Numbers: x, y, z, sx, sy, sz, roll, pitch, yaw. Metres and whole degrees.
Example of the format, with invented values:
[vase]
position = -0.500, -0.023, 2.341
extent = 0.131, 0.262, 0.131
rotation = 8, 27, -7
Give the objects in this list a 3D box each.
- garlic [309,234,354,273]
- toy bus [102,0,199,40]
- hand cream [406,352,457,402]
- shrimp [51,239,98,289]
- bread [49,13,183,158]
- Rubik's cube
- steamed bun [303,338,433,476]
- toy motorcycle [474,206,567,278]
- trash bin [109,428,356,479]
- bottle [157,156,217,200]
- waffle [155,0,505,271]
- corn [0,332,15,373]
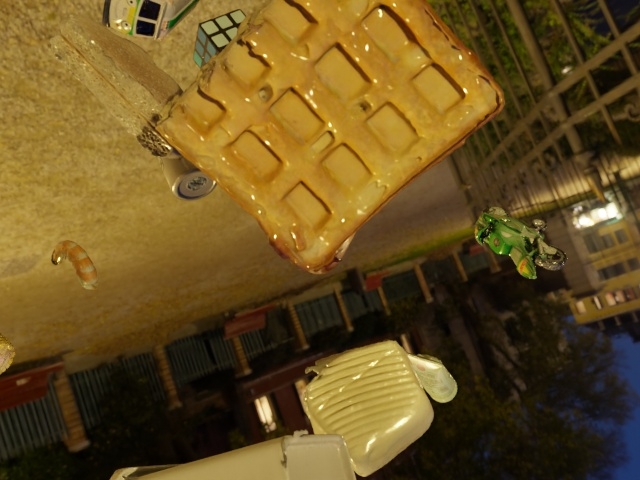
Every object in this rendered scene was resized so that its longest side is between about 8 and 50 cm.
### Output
[garlic]
position = -0.006, -0.007, 1.137
extent = 0.115, 0.128, 0.207
rotation = 18, -170, 20
[toy bus]
position = -0.448, -0.665, 1.632
extent = 0.143, 0.179, 0.305
rotation = -56, -170, 41
[hand cream]
position = 0.342, 0.415, 1.845
extent = 0.147, 0.093, 0.306
rotation = 13, 158, 34
[shrimp]
position = -0.713, 0.078, 1.721
extent = 0.166, 0.161, 0.049
rotation = -12, -165, 35
[bread]
position = -0.378, -0.315, 1.224
extent = 0.102, 0.337, 0.183
rotation = -41, -171, 20
[Rubik's cube]
position = -0.275, -0.571, 1.819
extent = 0.163, 0.162, 0.160
rotation = -35, 172, -29
[steamed bun]
position = 0.125, 0.418, 1.486
extent = 0.290, 0.273, 0.272
rotation = -30, 152, -2
[toy motorcycle]
position = 0.340, -0.004, 1.063
extent = 0.106, 0.190, 0.074
rotation = -14, 131, -27
[trash bin]
position = -0.123, 0.452, 0.899
extent = 0.368, 0.296, 0.256
rotation = -28, 150, 24
[bottle]
position = -0.320, -0.207, 1.360
extent = 0.110, 0.233, 0.110
rotation = -22, 152, -13
[waffle]
position = 0.011, -0.160, 0.744
extent = 0.348, 0.304, 0.077
rotation = -41, -157, 13
[corn]
position = -0.693, 0.170, 1.153
extent = 0.081, 0.248, 0.081
rotation = -50, 157, -30
